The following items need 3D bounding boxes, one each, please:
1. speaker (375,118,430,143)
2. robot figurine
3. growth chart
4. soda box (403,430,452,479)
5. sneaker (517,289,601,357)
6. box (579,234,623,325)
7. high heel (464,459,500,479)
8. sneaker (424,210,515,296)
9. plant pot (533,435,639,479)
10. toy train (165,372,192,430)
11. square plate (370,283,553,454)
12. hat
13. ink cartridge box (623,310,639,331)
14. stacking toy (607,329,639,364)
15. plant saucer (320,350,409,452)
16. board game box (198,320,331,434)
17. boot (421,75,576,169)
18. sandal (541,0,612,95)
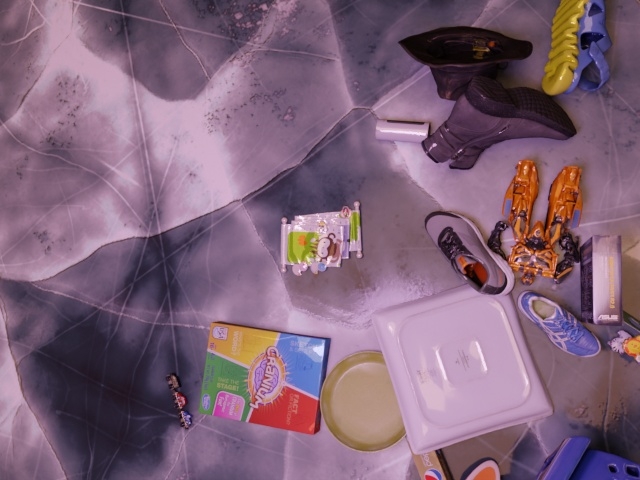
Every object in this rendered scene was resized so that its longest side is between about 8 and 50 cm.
[{"bbox_3d":[0.211,-0.280,1.492,0.136,0.055,0.055,8,86,16],"label":"speaker"},{"bbox_3d":[0.512,-0.038,1.371,0.211,0.085,0.290,10,86,16],"label":"robot figurine"},{"bbox_3d":[0.000,0.000,1.534,0.238,0.021,0.171,-10,83,14],"label":"growth chart"},{"bbox_3d":[0.262,0.529,1.382,0.058,0.061,0.181,-24,78,17],"label":"soda box"},{"bbox_3d":[0.547,0.196,1.338,0.211,0.081,0.080,37,92,14],"label":"sneaker"},{"bbox_3d":[0.604,0.091,1.258,0.056,0.231,0.182,0,83,18],"label":"box"},{"bbox_3d":[0.354,0.635,1.363,0.082,0.117,0.244,19,68,18],"label":"high heel"},{"bbox_3d":[0.337,0.023,1.369,0.271,0.108,0.100,51,125,34],"label":"sneaker"},{"bbox_3d":[0.544,0.555,1.195,0.212,0.236,0.236,33,64,24],"label":"plant pot"},{"bbox_3d":[-0.382,0.437,1.581,0.036,0.027,0.158,-21,78,0],"label":"toy train"},{"bbox_3d":[0.331,0.285,1.363,0.344,0.049,0.347,-16,78,-1],"label":"square plate"},{"bbox_3d":[0.339,-0.417,1.404,0.332,0.331,0.133,13,126,16],"label":"hat"},{"bbox_3d":[0.760,0.212,1.233,0.235,0.171,0.056,40,108,15],"label":"ink cartridge box"},{"bbox_3d":[0.727,0.278,1.237,0.221,0.167,0.052,41,96,14],"label":"stacking toy"},{"bbox_3d":[0.120,0.394,1.425,0.241,0.037,0.240,-6,66,14],"label":"plant saucer"},{"bbox_3d":[-0.145,0.350,1.508,0.317,0.064,0.242,5,85,15],"label":"board game box"},{"bbox_3d":[0.422,-0.257,1.393,0.222,0.338,0.118,-54,34,44],"label":"boot"},{"bbox_3d":[0.630,-0.482,1.385,0.138,0.126,0.317,15,87,-7],"label":"sandal"}]
